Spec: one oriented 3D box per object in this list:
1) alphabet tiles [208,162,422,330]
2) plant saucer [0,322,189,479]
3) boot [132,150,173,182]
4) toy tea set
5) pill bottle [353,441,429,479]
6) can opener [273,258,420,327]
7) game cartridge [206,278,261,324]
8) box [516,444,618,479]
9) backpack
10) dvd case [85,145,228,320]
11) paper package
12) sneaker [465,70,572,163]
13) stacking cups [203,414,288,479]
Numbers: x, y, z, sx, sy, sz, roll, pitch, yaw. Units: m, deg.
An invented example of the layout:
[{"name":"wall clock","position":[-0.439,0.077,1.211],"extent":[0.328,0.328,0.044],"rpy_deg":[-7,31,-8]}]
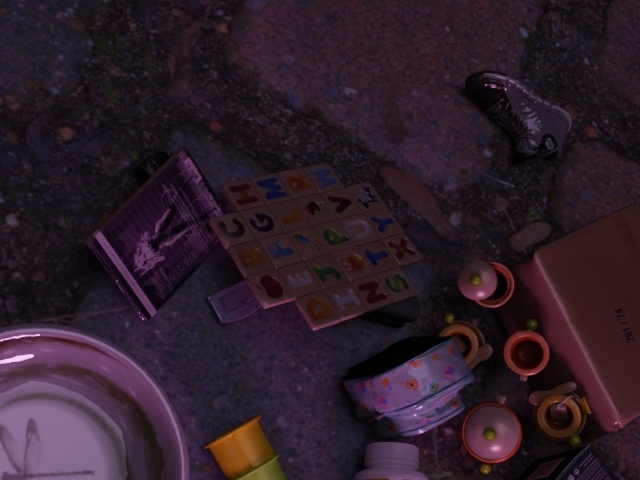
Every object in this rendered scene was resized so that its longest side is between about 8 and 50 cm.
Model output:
[{"name":"alphabet tiles","position":[0.000,0.000,1.762],"extent":[0.343,0.011,0.285],"rpy_deg":[-15,63,-40]},{"name":"plant saucer","position":[-0.380,0.314,1.484],"extent":[0.401,0.100,0.400],"rpy_deg":[8,68,-21]},{"name":"boot","position":[-0.255,-0.079,1.724],"extent":[0.121,0.045,0.099],"rpy_deg":[-38,90,-36]},{"name":"toy tea set","position":[0.282,0.199,1.765],"extent":[0.200,0.124,0.336],"rpy_deg":[-27,79,11]},{"name":"pill bottle","position":[0.105,0.416,1.652],"extent":[0.117,0.117,0.215],"rpy_deg":[12,67,-20]},{"name":"can opener","position":[0.027,0.059,1.779],"extent":[0.283,0.076,0.095],"rpy_deg":[17,66,-19]},{"name":"game cartridge","position":[-0.132,0.097,1.728],"extent":[0.083,0.017,0.056],"rpy_deg":[-24,78,-29]},{"name":"box","position":[0.419,0.447,1.760],"extent":[0.108,0.153,0.207],"rpy_deg":[-37,87,-30]},{"name":"backpack","position":[0.143,0.222,1.702],"extent":[0.166,0.188,0.144],"rpy_deg":[-21,80,-30]},{"name":"dvd case","position":[-0.237,-0.011,1.674],"extent":[0.221,0.018,0.164],"rpy_deg":[-50,126,-30]},{"name":"paper package","position":[0.492,0.139,1.904],"extent":[0.309,0.168,0.324],"rpy_deg":[-21,80,-31]},{"name":"sneaker","position":[0.360,-0.214,2.030],"extent":[0.229,0.086,0.132],"rpy_deg":[23,65,-16]},{"name":"stacking cups","position":[-0.055,0.412,1.593],"extent":[0.096,0.096,0.316],"rpy_deg":[-25,82,-30]}]
